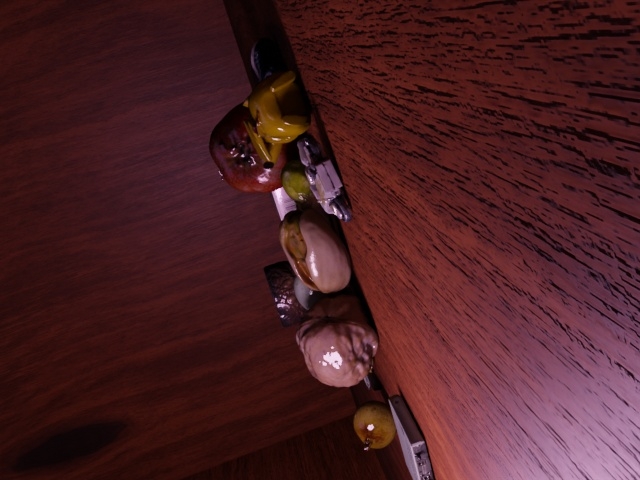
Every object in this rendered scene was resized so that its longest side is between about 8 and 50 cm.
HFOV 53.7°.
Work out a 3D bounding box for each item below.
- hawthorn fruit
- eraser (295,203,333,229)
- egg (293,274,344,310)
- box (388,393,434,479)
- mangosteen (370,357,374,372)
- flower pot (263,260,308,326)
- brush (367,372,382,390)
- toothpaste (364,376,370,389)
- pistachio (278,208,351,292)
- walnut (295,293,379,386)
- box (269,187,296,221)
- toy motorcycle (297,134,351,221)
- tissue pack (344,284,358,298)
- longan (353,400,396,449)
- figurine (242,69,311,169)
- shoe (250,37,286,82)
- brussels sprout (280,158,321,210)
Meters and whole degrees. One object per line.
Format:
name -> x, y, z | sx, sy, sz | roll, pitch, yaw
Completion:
hawthorn fruit -> -0.168, -0.297, 1.993 | 0.369, 0.284, 0.285 | -18, -91, -56
eraser -> 0.000, 0.000, 2.102 | 0.210, 0.092, 0.274 | -116, 7, -56
egg -> -0.006, 0.151, 1.984 | 0.192, 0.149, 0.149 | 54, -171, -47
box -> 0.257, 0.577, 1.716 | 0.211, 0.045, 0.270 | -118, 10, -62
mangosteen -> 0.091, 0.375, 2.115 | 0.230, 0.194, 0.194 | 43, -169, -32
flower pot -> -0.068, 0.189, 2.572 | 0.266, 0.267, 0.267 | 162, 90, -84
brush -> 0.180, 0.471, 2.283 | 0.190, 0.034, 0.028 | -115, 23, -59
toothpaste -> 0.151, 0.450, 2.457 | 0.269, 0.047, 0.069 | 68, 163, -15
pistachio -> -0.003, 0.030, 1.807 | 0.197, 0.166, 0.288 | -56, -46, -43
walnut -> 0.051, 0.292, 1.846 | 0.273, 0.226, 0.273 | 156, 90, -88
box -> -0.127, -0.219, 2.350 | 0.333, 0.145, 0.173 | -116, 10, -57
toy motorcycle -> 0.008, -0.144, 1.514 | 0.229, 0.074, 0.151 | 62, 171, -3
tissue pack -> 0.102, 0.191, 2.004 | 0.063, 0.035, 0.083 | 83, 166, -67
longan -> 0.177, 0.610, 2.073 | 0.154, 0.176, 0.145 | 38, 133, -4
figurine -> -0.118, -0.319, 1.670 | 0.327, 0.169, 0.218 | 178, 78, -84
shoe -> -0.133, -0.479, 1.809 | 0.106, 0.091, 0.207 | -2, 104, 62
brussels sprout -> -0.047, -0.164, 1.808 | 0.155, 0.117, 0.155 | 44, 179, 1
